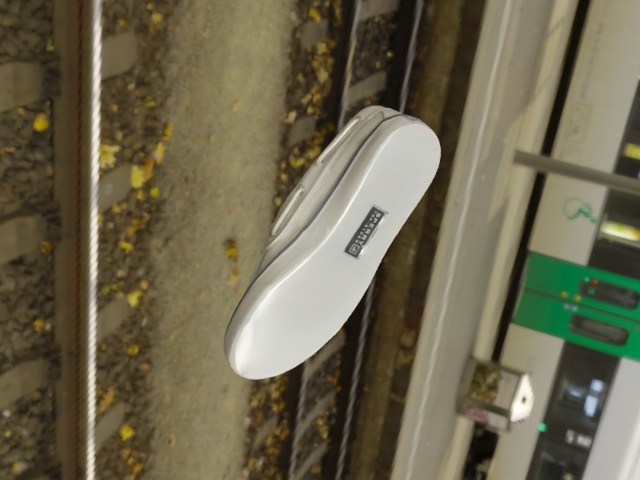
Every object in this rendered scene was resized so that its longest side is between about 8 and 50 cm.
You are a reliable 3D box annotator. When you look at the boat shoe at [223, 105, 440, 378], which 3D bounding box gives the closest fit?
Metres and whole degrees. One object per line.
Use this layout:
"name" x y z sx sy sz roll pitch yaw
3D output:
"boat shoe" 0.000 0.000 0.768 0.258 0.084 0.095 -51 129 0
